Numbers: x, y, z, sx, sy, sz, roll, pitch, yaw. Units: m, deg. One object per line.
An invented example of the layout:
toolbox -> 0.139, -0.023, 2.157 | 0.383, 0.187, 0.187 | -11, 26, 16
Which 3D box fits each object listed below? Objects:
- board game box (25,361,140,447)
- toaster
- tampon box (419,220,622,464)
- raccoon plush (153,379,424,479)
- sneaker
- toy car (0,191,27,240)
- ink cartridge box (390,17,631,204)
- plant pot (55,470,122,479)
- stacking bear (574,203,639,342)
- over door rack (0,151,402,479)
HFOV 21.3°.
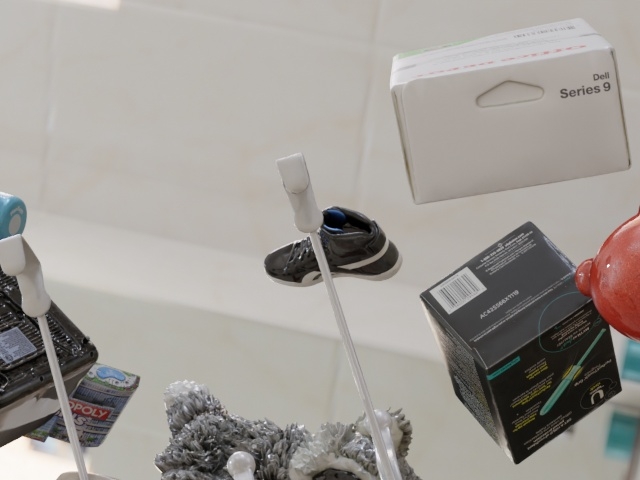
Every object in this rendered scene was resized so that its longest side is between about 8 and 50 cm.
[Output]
board game box -> -0.375, 0.221, 2.511 | 0.194, 0.194, 0.060 | -56, 23, 38
toaster -> -0.321, 0.103, 1.525 | 0.185, 0.168, 0.110 | -27, -23, -54
tampon box -> 0.174, 0.089, 1.453 | 0.120, 0.101, 0.161 | -33, -38, -9
raccoon plush -> -0.040, 0.242, 2.092 | 0.216, 0.299, 0.446 | 62, -177, -41
sneaker -> 0.000, 0.000, 2.413 | 0.121, 0.217, 0.079 | 57, -141, -44
toy car -> -0.523, -0.109, 2.241 | 0.210, 0.219, 0.238 | -36, -42, -58
ink cartridge box -> 0.180, -0.132, 1.672 | 0.289, 0.211, 0.121 | -72, -28, -77
plant pot -> -0.293, 0.458, 2.168 | 0.323, 0.323, 0.280 | 72, -148, -63
stacking bear -> 0.327, 0.093, 1.300 | 0.175, 0.289, 0.164 | -52, -17, 30
over door rack -> -0.074, 0.124, 1.253 | 0.108, 0.239, 0.324 | 85, 167, -83
